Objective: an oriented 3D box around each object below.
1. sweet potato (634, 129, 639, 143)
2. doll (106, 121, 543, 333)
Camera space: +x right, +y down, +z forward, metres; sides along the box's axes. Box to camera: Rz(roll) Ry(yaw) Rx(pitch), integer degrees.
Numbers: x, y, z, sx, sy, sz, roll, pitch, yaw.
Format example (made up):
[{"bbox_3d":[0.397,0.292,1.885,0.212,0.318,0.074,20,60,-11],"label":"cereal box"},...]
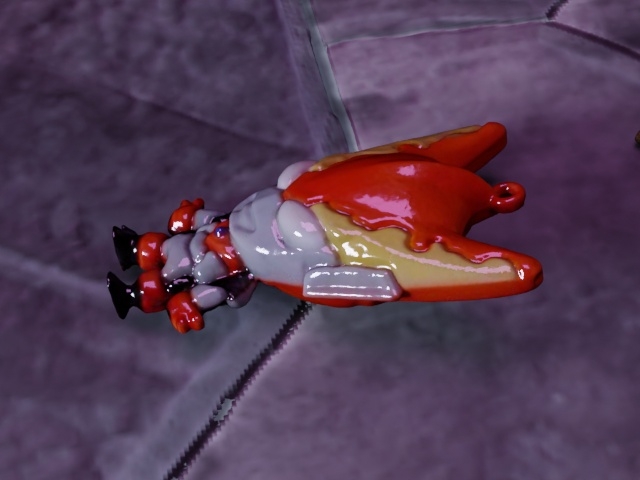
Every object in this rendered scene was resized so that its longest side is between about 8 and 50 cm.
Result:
[{"bbox_3d":[0.267,-0.041,0.575,0.255,0.058,0.078,19,76,21],"label":"sweet potato"},{"bbox_3d":[0.000,0.000,0.558,0.169,0.057,0.109,-15,35,9],"label":"doll"}]
